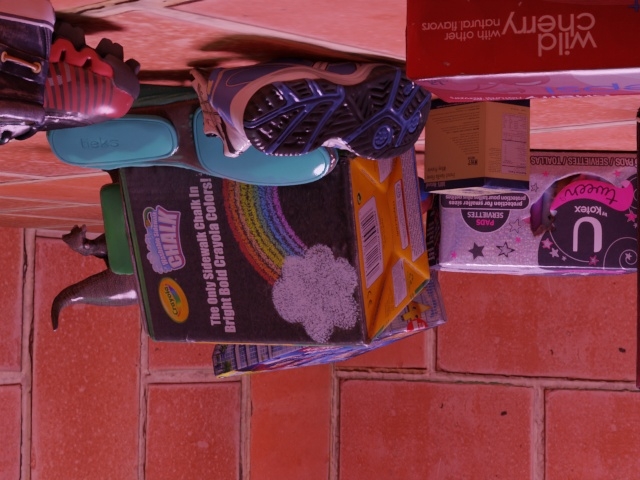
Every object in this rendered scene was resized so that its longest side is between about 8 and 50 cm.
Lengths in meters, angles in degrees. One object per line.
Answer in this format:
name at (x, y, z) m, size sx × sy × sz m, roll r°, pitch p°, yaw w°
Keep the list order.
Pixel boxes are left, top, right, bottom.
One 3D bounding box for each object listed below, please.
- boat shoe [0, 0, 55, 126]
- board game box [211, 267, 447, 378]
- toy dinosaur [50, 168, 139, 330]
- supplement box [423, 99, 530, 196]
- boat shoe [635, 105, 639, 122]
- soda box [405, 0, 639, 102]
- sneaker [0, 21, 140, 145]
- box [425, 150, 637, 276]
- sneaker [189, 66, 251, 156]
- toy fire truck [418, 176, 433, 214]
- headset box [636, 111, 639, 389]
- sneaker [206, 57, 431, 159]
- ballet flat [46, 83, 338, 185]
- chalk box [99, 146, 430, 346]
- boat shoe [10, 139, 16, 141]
boat shoe at (-0.248, -0.114, 0.900) m, size 0.183 × 0.083 × 0.065 m, roll 3°, pitch 176°, yaw -31°
board game box at (0.020, 0.082, 1.498) m, size 0.194 × 0.060 × 0.194 m, roll -23°, pitch 167°, yaw 41°
toy dinosaur at (-0.207, -0.005, 1.760) m, size 0.121 × 0.314 × 0.160 m, roll -15°, pitch 130°, yaw 39°
supplement box at (0.140, -0.085, 1.330) m, size 0.056 × 0.083 × 0.083 m, roll 4°, pitch 176°, yaw -36°
boat shoe at (0.329, -0.111, 1.231) m, size 0.133 × 0.042 × 0.049 m, roll 1°, pitch -163°, yaw 2°
soda box at (0.174, -0.116, 0.685) m, size 0.263 × 0.092 × 0.083 m, roll 0°, pitch 178°, yaw 17°
sneaker at (-0.254, -0.085, 0.991) m, size 0.276 × 0.135 × 0.097 m, roll 1°, pitch 175°, yaw -25°
box at (0.256, -0.029, 1.767) m, size 0.247 × 0.142 × 0.163 m, roll 0°, pitch 177°, yaw -2°
sneaker at (-0.084, -0.100, 1.168) m, size 0.037 × 0.083 × 0.032 m, roll -48°, pitch 153°, yaw 22°
toy fire truck at (0.000, 0.000, 1.743) m, size 0.253 × 0.169 × 0.302 m, roll -13°, pitch -163°, yaw 32°
headset box at (0.380, 0.030, 1.447) m, size 0.110 × 0.293 × 0.218 m, roll 0°, pitch 176°, yaw 23°
sneaker at (0.005, -0.111, 1.152) m, size 0.211 × 0.080 × 0.081 m, roll 2°, pitch -158°, yaw -46°
ballet flat at (-0.104, -0.101, 1.241) m, size 0.247 × 0.083 × 0.087 m, roll 4°, pitch -142°, yaw 7°
chalk box at (-0.067, -0.016, 1.382) m, size 0.288 × 0.180 × 0.179 m, roll 1°, pitch -162°, yaw 24°
boat shoe at (-0.273, -0.105, 1.256) m, size 0.059 × 0.063 × 0.170 m, roll 10°, pitch 172°, yaw -31°
